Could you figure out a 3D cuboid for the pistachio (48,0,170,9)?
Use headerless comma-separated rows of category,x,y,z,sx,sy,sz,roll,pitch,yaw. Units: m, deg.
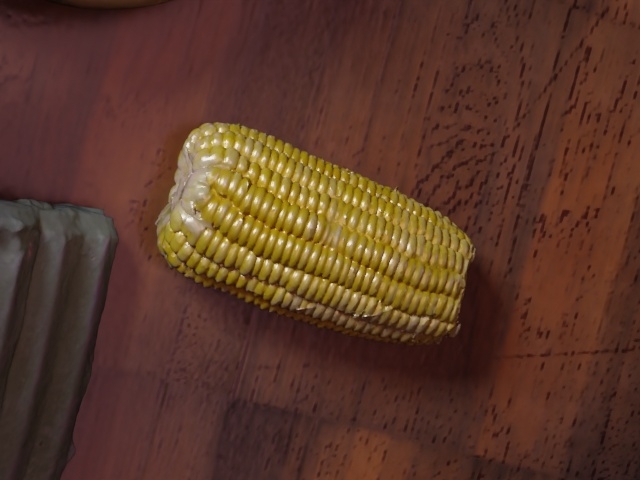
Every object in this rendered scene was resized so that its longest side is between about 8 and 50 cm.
pistachio,-0.122,-0.187,0.793,0.238,0.138,0.153,17,54,-17

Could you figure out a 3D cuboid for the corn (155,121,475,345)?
corn,0.000,0.000,0.878,0.165,0.063,0.085,18,65,-18

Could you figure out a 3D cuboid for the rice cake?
rice cake,-0.162,0.094,0.816,0.043,0.127,0.237,17,91,22
